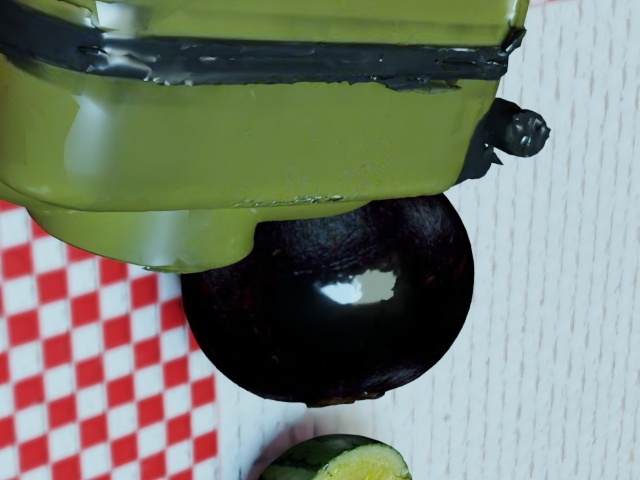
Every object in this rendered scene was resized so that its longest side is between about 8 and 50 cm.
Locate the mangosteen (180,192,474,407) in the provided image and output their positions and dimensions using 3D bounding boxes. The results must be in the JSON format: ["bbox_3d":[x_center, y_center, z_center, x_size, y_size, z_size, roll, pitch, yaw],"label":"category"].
[{"bbox_3d":[0.000,0.000,0.608,0.137,0.137,0.151,-2,73,-42],"label":"mangosteen"}]

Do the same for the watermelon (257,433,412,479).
[{"bbox_3d":[-0.003,0.143,0.691,0.105,0.062,0.105,-25,129,-35],"label":"watermelon"}]

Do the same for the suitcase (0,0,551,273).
[{"bbox_3d":[-0.047,-0.086,0.472,0.235,0.194,0.143,-6,120,-40],"label":"suitcase"}]
